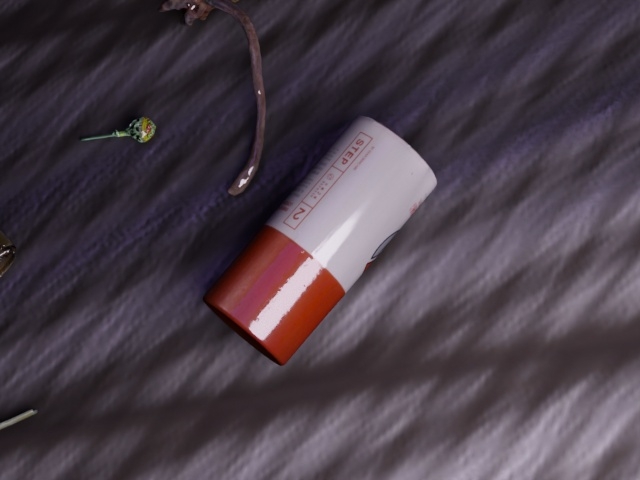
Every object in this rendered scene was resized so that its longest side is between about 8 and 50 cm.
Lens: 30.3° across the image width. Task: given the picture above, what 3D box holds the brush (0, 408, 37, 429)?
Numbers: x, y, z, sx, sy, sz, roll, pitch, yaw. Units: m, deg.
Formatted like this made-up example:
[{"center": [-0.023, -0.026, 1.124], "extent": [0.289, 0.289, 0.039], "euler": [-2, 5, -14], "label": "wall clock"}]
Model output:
[{"center": [-0.296, 0.174, 1.080], "extent": [0.084, 0.016, 0.013], "euler": [-25, 76, 2], "label": "brush"}]

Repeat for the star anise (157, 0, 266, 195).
[{"center": [-0.101, -0.196, 1.133], "extent": [0.227, 0.148, 0.218], "euler": [53, 129, 37], "label": "star anise"}]

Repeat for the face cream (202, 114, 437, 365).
[{"center": [0.000, 0.000, 1.041], "extent": [0.096, 0.096, 0.214], "euler": [36, 79, 24], "label": "face cream"}]

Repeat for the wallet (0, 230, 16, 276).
[{"center": [-0.397, -0.012, 1.177], "extent": [0.110, 0.031, 0.198], "euler": [-46, 64, -8], "label": "wallet"}]

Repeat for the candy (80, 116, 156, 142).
[{"center": [-0.203, -0.108, 1.181], "extent": [0.083, 0.025, 0.023], "euler": [-4, 23, 21], "label": "candy"}]
